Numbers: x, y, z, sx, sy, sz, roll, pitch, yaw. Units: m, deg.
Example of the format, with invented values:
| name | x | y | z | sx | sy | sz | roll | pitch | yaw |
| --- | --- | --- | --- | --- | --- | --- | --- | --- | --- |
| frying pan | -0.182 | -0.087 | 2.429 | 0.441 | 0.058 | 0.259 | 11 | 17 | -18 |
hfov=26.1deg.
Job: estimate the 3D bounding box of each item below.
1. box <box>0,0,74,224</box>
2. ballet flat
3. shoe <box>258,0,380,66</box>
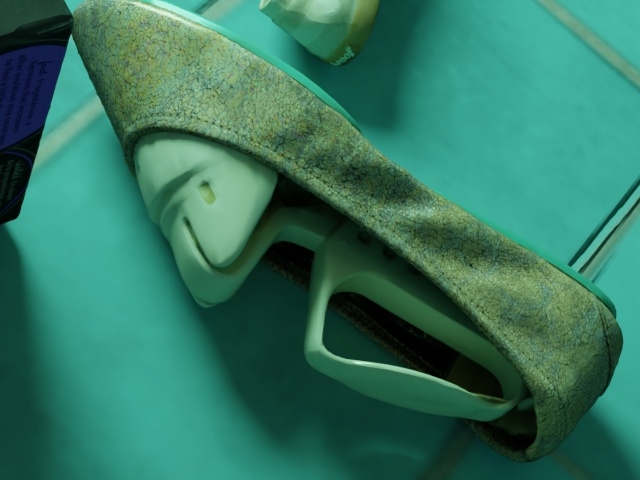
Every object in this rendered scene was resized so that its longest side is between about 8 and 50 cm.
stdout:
| name | x | y | z | sx | sy | sz | roll | pitch | yaw |
| --- | --- | --- | --- | --- | --- | --- | --- | --- | --- |
| box | -0.238 | -0.132 | 0.583 | 0.143 | 0.165 | 0.270 | -22 | 71 | -30 |
| ballet flat | 0.000 | 0.000 | 0.648 | 0.316 | 0.107 | 0.106 | 31 | 62 | -2 |
| shoe | 0.006 | -0.201 | 0.780 | 0.058 | 0.076 | 0.219 | 17 | 58 | -19 |
